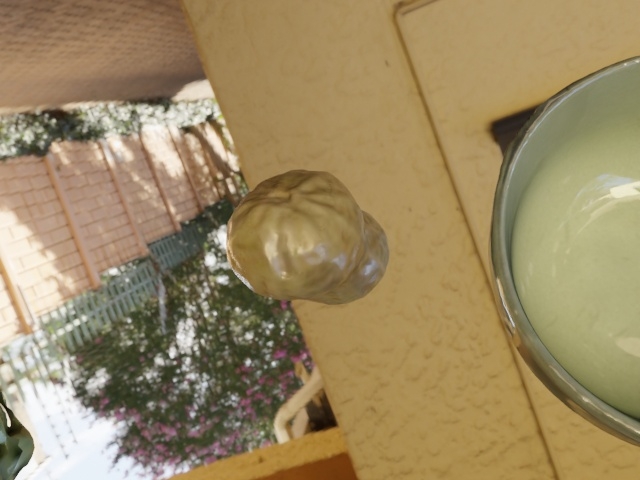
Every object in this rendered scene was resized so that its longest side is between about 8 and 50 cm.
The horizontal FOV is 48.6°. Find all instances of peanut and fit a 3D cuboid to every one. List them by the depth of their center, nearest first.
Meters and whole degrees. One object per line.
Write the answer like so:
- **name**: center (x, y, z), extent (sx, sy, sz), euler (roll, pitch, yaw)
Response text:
- **peanut**: center (0.000, 0.000, 0.671), extent (0.123, 0.124, 0.256), euler (-19, 169, 18)

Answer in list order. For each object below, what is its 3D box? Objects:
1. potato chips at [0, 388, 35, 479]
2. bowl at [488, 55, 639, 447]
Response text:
- **potato chips**: center (-0.272, 0.034, 0.350), extent (0.070, 0.429, 0.358), euler (-22, -174, -1)
- **bowl**: center (0.285, 0.020, 0.564), extent (0.307, 0.307, 0.163), euler (-21, 158, 1)
